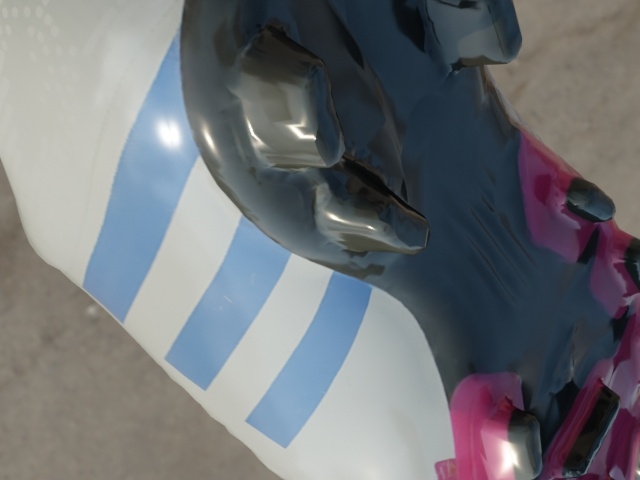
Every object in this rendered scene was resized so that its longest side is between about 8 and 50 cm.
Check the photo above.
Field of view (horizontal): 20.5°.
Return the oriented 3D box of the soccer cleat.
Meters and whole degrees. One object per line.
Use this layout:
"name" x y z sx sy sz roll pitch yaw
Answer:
"soccer cleat" 0.000 0.000 0.474 0.116 0.143 0.331 -60 146 -23
